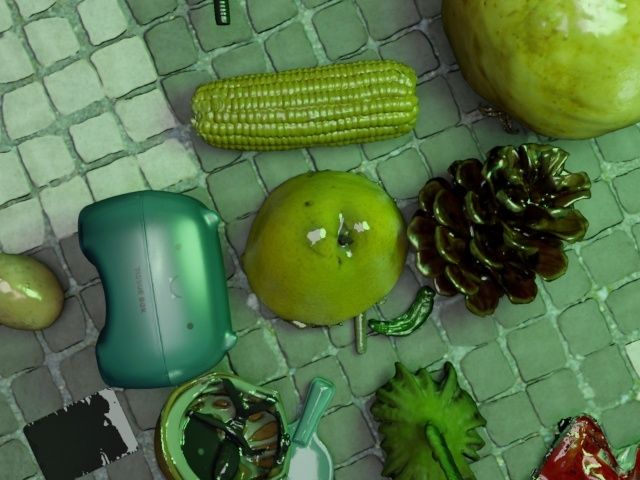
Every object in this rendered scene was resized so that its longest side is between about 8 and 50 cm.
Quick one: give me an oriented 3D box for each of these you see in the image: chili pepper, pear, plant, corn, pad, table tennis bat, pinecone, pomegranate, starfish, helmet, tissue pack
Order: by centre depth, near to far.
[{"bbox_3d":[0.376,-0.322,1.485,0.410,0.410,0.410,0,91,0],"label":"pomegranate"},{"bbox_3d":[0.187,0.271,1.509,0.180,0.333,0.251,-19,78,-15],"label":"plant"},{"bbox_3d":[0.267,-0.024,1.533,0.244,0.309,0.244,10,66,-25],"label":"pinecone"},{"bbox_3d":[-0.231,0.068,1.556,0.206,0.198,0.287,-7,89,0],"label":"tissue pack"},{"bbox_3d":[0.002,-0.002,1.563,0.267,0.178,0.267,-1,80,5],"label":"pear"},{"bbox_3d":[-0.155,0.304,1.563,0.224,0.130,0.198,8,61,-29],"label":"helmet"},{"bbox_3d":[-0.022,-0.200,1.592,0.344,0.131,0.131,-6,91,2],"label":"corn"},{"bbox_3d":[0.291,-0.205,1.641,0.091,0.028,0.078,3,88,-5],"label":"starfish"},{"bbox_3d":[-0.039,0.325,1.643,0.149,0.038,0.237,23,94,5],"label":"table tennis bat"},{"bbox_3d":[0.135,0.119,1.644,0.118,0.035,0.055,-33,78,10],"label":"chili pepper"},{"bbox_3d":[-0.376,0.311,1.656,0.157,0.003,0.112,-24,90,0],"label":"pad"}]

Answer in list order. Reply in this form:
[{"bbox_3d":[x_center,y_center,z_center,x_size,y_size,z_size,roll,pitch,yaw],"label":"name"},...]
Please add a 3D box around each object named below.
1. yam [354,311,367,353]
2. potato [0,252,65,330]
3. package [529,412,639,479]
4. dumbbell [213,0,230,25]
[{"bbox_3d":[0.062,0.120,1.647,0.021,0.021,0.116,-3,91,0],"label":"yam"},{"bbox_3d":[-0.463,0.080,1.605,0.147,0.112,0.112,32,90,-8],"label":"potato"},{"bbox_3d":[0.405,0.407,1.629,0.194,0.071,0.269,25,93,6],"label":"package"},{"bbox_3d":[-0.161,-0.485,1.577,0.143,0.143,0.325,-5,91,0],"label":"dumbbell"}]
